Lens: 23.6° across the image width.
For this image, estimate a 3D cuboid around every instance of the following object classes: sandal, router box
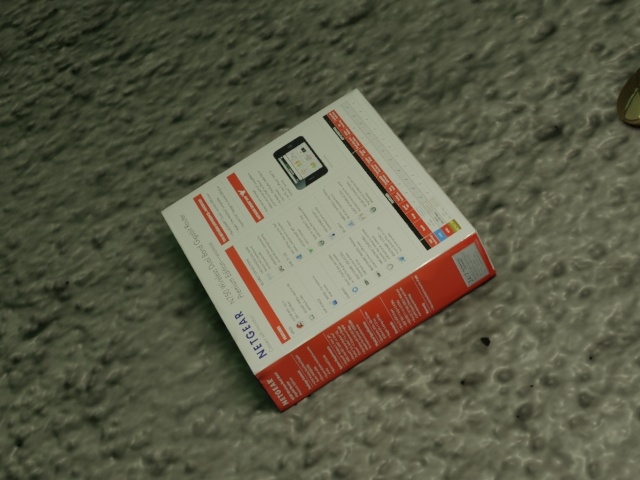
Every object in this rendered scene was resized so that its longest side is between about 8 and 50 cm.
[{"bbox_3d":[0.448,-0.213,1.833,0.219,0.060,0.090,-50,39,1],"label":"sandal"},{"bbox_3d":[0.000,0.000,1.853,0.301,0.082,0.335,-32,43,-2],"label":"router box"}]
